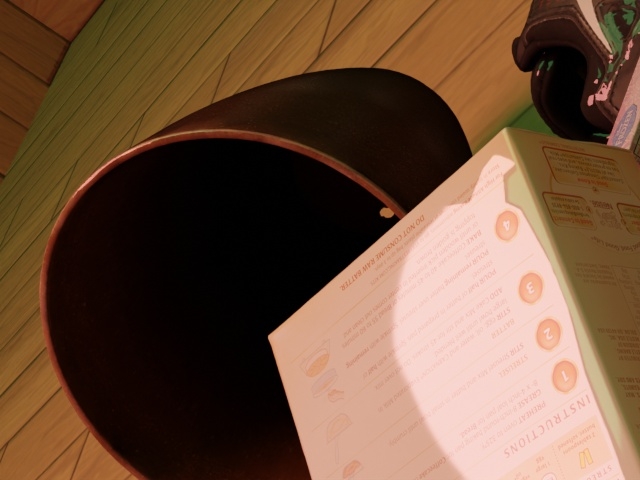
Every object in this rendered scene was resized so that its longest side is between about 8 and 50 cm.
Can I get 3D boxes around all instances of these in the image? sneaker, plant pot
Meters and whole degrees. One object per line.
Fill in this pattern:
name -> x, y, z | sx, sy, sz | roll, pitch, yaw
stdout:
sneaker -> 0.147, -0.117, 0.835 | 0.135, 0.098, 0.276 | -50, 18, 14
plant pot -> 0.000, 0.000, 0.900 | 0.215, 0.215, 0.230 | -46, 5, 31

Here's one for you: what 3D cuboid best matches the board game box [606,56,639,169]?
board game box -> 0.159, -0.041, 0.668 | 0.020, 0.090, 0.090 | -30, 31, 57

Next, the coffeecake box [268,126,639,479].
coffeecake box -> 0.069, 0.080, 0.578 | 0.142, 0.068, 0.185 | -42, 54, 39
